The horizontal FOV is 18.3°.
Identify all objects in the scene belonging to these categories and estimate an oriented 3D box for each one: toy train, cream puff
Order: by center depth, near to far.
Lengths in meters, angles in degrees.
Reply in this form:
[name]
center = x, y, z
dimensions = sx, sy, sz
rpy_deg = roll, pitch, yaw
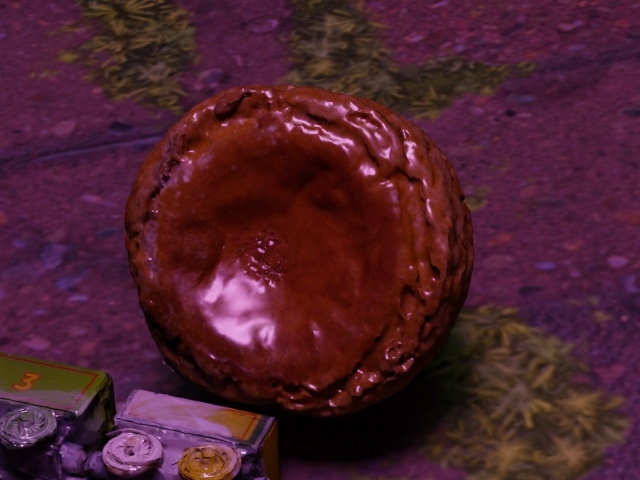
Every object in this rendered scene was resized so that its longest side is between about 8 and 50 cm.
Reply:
[toy train]
center = -0.113, 0.107, 1.038
dimensions = 0.202, 0.060, 0.081
rpy_deg = 9, 35, 18
[cream puff]
center = 0.000, 0.000, 1.077
dimensions = 0.183, 0.183, 0.169
rpy_deg = 5, 6, 15
